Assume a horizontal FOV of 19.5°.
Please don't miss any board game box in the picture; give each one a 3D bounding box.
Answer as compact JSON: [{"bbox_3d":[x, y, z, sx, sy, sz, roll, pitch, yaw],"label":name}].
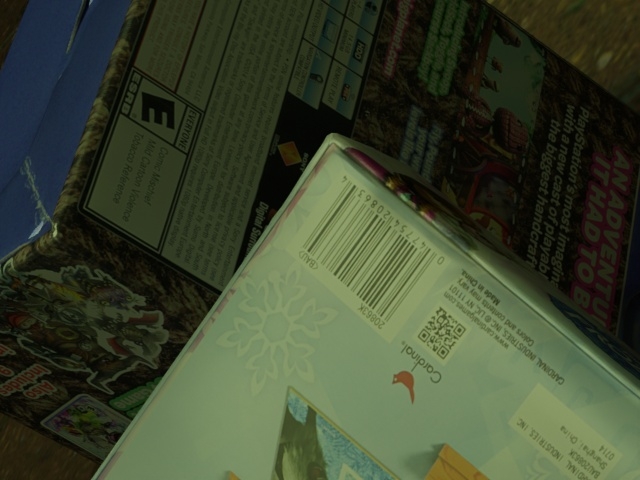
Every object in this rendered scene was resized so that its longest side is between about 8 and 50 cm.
[{"bbox_3d":[0.032,0.184,0.602,0.319,0.066,0.318,42,102,29],"label":"board game box"},{"bbox_3d":[0.000,0.000,0.823,0.141,0.291,0.232,-30,35,46],"label":"board game box"}]
